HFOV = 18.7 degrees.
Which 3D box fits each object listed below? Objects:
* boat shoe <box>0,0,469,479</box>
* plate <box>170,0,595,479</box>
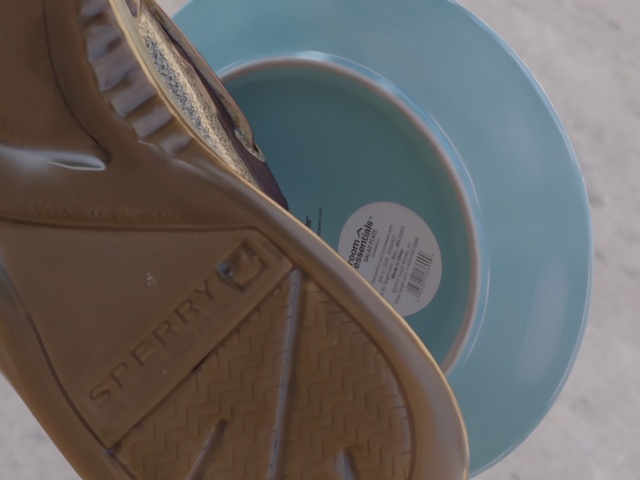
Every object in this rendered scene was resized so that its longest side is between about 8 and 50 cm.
[{"bbox_3d":[-0.083,-0.026,0.594,0.342,0.123,0.123,47,-3,11],"label":"boat shoe"},{"bbox_3d":[0.000,0.000,0.647,0.188,0.188,0.024,43,30,14],"label":"plate"}]
